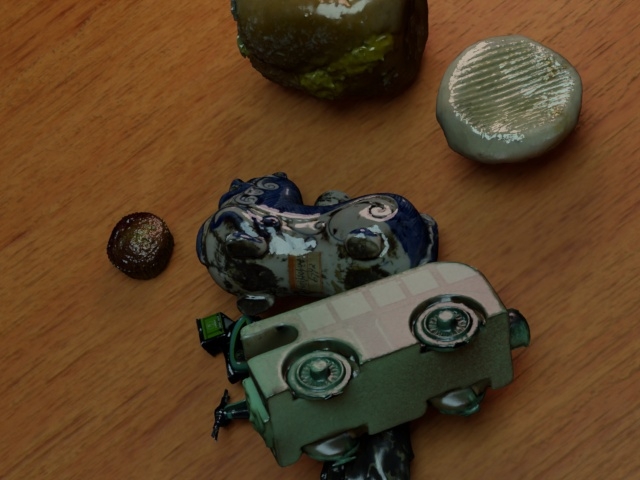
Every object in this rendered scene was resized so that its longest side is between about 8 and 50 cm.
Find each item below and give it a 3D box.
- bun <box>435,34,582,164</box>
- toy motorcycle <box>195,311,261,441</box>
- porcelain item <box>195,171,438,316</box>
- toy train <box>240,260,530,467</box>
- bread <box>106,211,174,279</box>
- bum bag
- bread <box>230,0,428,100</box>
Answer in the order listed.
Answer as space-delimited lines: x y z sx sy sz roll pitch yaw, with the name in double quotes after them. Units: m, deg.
0.228 -0.157 1.988 0.183 0.102 0.183 -2 57 4 "bun"
-0.089 0.160 1.953 0.100 0.058 0.173 -21 60 13 "toy motorcycle"
0.000 0.000 1.966 0.288 0.138 0.186 2 34 13 "porcelain item"
0.067 0.130 1.816 0.326 0.129 0.159 -19 42 -11 "toy train"
-0.228 0.004 2.065 0.085 0.053 0.085 -6 64 13 "bread"
0.066 0.199 1.883 0.102 0.069 0.248 -6 60 30 "bum bag"
-0.001 -0.268 2.053 0.246 0.195 0.176 12 62 22 "bread"
